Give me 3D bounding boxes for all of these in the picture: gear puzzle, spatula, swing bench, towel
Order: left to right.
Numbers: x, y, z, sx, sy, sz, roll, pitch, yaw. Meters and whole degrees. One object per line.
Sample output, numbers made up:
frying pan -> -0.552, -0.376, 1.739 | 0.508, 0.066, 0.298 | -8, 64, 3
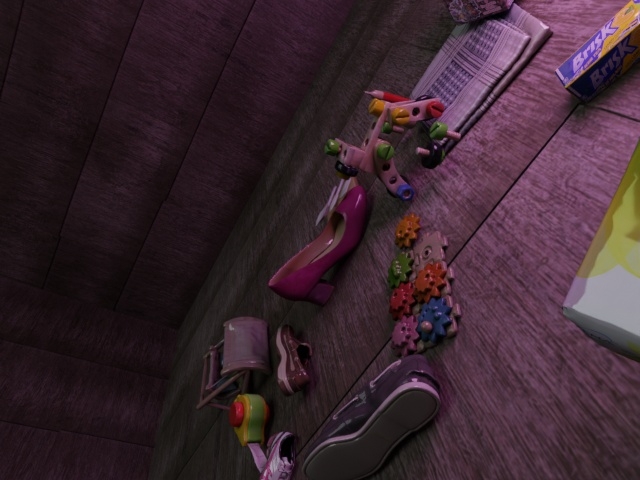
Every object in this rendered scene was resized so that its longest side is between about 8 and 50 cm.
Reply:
swing bench -> -0.301, 0.432, 1.467 | 0.255, 0.165, 0.253 | -58, 23, 19
spatula -> 0.052, -0.156, 1.309 | 0.168, 0.019, 0.242 | -53, 11, 35
gear puzzle -> 0.191, 0.065, 0.861 | 0.175, 0.044, 0.339 | -46, 30, 42
towel -> 0.340, -0.403, 0.977 | 0.324, 0.056, 0.312 | -52, 26, 31

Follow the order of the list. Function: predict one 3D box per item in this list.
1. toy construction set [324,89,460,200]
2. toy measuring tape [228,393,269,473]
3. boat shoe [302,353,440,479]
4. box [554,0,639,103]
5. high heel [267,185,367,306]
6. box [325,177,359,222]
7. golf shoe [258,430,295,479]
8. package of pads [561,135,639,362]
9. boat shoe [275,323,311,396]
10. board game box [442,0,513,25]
toy construction set -> 0.135, -0.266, 0.998 | 0.258, 0.237, 0.309 | 115, 159, -45
toy measuring tape -> -0.182, 0.528, 1.182 | 0.330, 0.121, 0.122 | 22, 89, 60
boat shoe -> 0.090, 0.334, 0.762 | 0.335, 0.112, 0.096 | -49, 9, 25
box -> 0.447, -0.293, 0.620 | 0.169, 0.054, 0.059 | -47, 28, 41
high heel -> 0.000, 0.000, 1.169 | 0.127, 0.181, 0.378 | 18, 86, 59
box -> 0.074, -0.116, 1.347 | 0.164, 0.021, 0.201 | -53, 25, 30
golf shoe -> -0.104, 0.563, 1.011 | 0.086, 0.067, 0.186 | -40, 33, 46
package of pads -> 0.374, 0.027, 0.305 | 0.296, 0.101, 0.229 | 27, 93, 49
boat shoe -> -0.066, 0.323, 1.171 | 0.095, 0.095, 0.257 | -26, 28, 6
board game box -> 0.328, -0.672, 0.885 | 0.141, 0.291, 0.232 | 18, 75, 57
